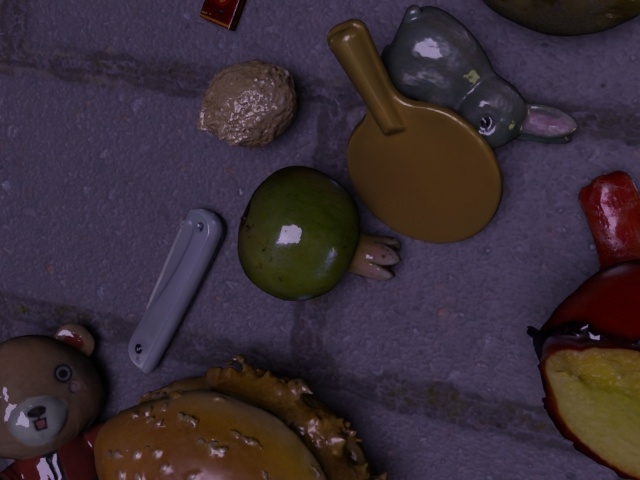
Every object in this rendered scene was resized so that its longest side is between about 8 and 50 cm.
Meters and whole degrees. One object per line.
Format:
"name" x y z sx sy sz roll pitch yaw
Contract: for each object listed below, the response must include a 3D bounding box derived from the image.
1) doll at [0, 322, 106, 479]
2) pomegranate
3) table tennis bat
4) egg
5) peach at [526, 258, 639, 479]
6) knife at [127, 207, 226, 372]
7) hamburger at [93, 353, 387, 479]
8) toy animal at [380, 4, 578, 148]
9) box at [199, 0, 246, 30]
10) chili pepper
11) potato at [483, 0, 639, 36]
"doll" -0.400 0.298 1.265 0.235 0.174 0.329 -21 91 -10
"pomegranate" -0.007 -0.001 1.084 0.211 0.179 0.179 16 101 16
"table tennis bat" 0.100 -0.124 1.029 0.199 0.050 0.320 -12 121 38
"egg" -0.095 -0.181 1.128 0.140 0.118 0.116 -17 107 29
"peach" 0.419 0.147 0.917 0.362 0.201 0.257 27 146 22
"knife" -0.217 0.071 1.239 0.073 0.041 0.265 33 106 25
"hamburger" -0.070 0.325 1.101 0.287 0.268 0.445 -46 79 14
"toy animal" 0.189 -0.176 1.027 0.251 0.127 0.125 36 103 9
"box" -0.130 -0.340 1.172 0.052 0.023 0.082 26 103 16
"chili pepper" 0.355 -0.021 1.014 0.073 0.070 0.123 -18 92 37
"potato" 0.272 -0.324 0.955 0.235 0.160 0.177 19 112 3
